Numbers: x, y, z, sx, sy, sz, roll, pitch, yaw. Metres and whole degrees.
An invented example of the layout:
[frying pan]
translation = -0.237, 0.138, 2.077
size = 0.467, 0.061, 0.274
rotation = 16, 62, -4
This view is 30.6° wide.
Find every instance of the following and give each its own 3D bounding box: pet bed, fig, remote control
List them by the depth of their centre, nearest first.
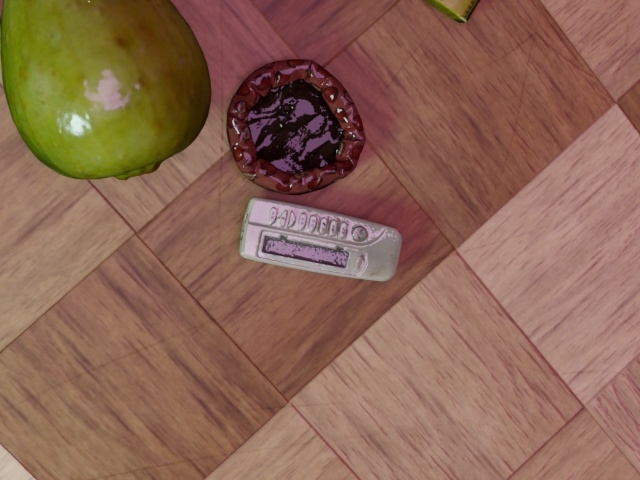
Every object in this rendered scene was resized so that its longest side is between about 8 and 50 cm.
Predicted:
[fig]
translation = -0.279, -0.235, 1.469
size = 0.258, 0.258, 0.326
rotation = -19, 86, -10
[pet bed]
translation = -0.037, -0.158, 1.634
size = 0.201, 0.053, 0.201
rotation = -1, 93, -9
[remote control]
translation = 0.000, 0.000, 1.663
size = 0.230, 0.049, 0.090
rotation = 12, 95, -15

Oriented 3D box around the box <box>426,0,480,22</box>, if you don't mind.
[box]
translation = 0.129, -0.445, 1.644
size = 0.279, 0.041, 0.153
rotation = 31, 89, -14
